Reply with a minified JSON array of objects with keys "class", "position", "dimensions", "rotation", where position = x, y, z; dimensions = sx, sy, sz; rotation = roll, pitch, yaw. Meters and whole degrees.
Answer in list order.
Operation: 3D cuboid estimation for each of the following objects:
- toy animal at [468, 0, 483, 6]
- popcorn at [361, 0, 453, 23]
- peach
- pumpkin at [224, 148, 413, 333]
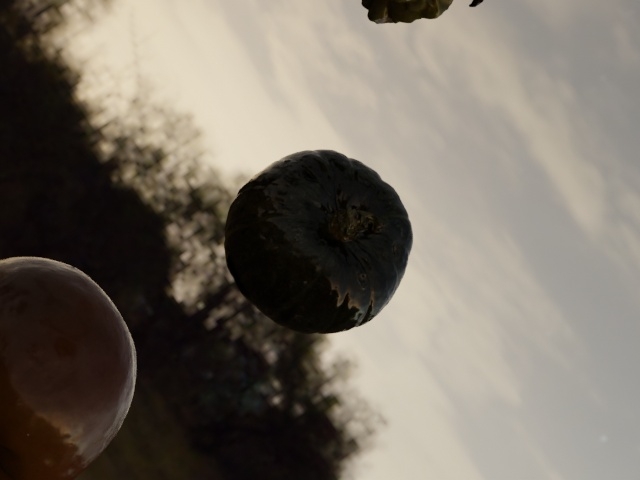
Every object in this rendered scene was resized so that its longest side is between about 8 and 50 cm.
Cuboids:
[{"class":"toy animal","position":[0.216,-0.482,2.263],"dimensions":[0.233,0.084,0.148],"rotation":[60,-10,-7]},{"class":"popcorn","position":[0.093,-0.316,1.674],"dimensions":[0.145,0.126,0.126],"rotation":[22,-27,54]},{"class":"peach","position":[-0.418,0.184,2.076],"dimensions":[0.342,0.302,0.343],"rotation":[18,-50,23]},{"class":"pumpkin","position":[0.000,0.000,1.669],"dimensions":[0.224,0.223,0.157],"rotation":[55,-33,2]}]
